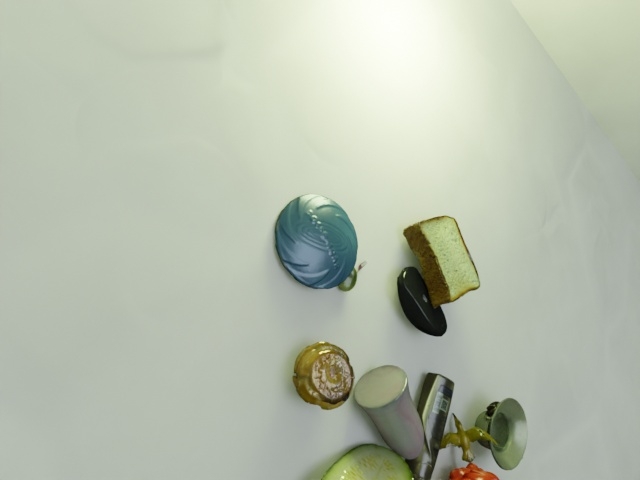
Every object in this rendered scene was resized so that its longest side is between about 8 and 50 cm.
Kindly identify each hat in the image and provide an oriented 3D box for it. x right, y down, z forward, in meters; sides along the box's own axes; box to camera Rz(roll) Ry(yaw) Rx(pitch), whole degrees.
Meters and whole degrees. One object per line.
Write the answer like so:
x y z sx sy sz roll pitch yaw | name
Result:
0.656 0.717 1.921 0.257 0.130 0.258 7 79 -40 | hat

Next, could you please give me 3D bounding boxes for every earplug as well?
0.237 0.557 1.583 0.172 0.172 0.302 -43 119 -35 | earplug

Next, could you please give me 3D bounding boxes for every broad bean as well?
0.084 0.117 1.575 0.063 0.045 0.084 18 78 -26 | broad bean

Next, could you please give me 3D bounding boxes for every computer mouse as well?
0.330 0.216 1.739 0.270 0.086 0.137 56 37 -10 | computer mouse

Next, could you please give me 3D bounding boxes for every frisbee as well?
0.002 -0.001 1.492 0.289 0.049 0.290 9 73 -32 | frisbee

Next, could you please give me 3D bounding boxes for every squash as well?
0.143 0.695 1.426 0.309 0.233 0.210 -41 147 -31 | squash

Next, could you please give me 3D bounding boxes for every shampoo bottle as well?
0.363 0.629 1.715 0.125 0.084 0.351 33 64 -30 | shampoo bottle

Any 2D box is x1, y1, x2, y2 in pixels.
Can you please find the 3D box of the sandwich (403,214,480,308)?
0.436 0.062 1.806 0.271 0.099 0.302 -9 75 -51 | sandwich

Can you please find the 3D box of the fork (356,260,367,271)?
0.112 0.106 1.623 0.016 0.012 0.115 51 60 -18 | fork

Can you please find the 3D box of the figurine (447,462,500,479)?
0.510 0.985 1.726 0.306 0.241 0.412 29 84 -10 | figurine

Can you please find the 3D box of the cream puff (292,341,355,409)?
0.007 0.374 1.419 0.188 0.129 0.189 8 75 -31 | cream puff

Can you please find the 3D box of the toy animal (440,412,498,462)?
0.498 0.704 1.828 0.218 0.155 0.095 -13 124 -1 | toy animal
